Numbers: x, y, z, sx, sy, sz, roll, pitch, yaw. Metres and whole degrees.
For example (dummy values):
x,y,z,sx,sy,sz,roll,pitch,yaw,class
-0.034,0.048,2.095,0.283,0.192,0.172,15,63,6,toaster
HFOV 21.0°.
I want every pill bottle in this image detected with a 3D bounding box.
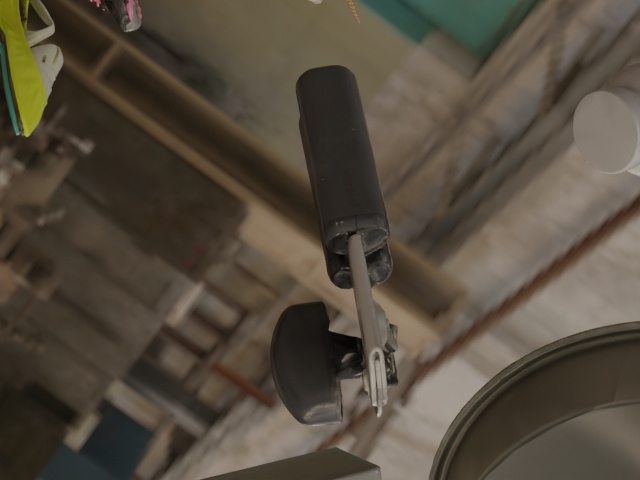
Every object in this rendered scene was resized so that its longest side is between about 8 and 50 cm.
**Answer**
x,y,z,sx,sy,sz,roll,pitch,yaw,class
0.313,-0.113,1.540,0.184,0.103,0.103,-17,159,-38,pill bottle

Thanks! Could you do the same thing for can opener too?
x,y,z,sx,sy,sz,roll,pitch,yaw,class
0.000,0.000,1.188,0.076,0.095,0.283,85,-4,-50,can opener

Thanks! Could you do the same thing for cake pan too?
x,y,z,sx,sy,sz,roll,pitch,yaw,class
0.203,0.183,1.004,0.293,0.293,0.054,-52,-171,30,cake pan

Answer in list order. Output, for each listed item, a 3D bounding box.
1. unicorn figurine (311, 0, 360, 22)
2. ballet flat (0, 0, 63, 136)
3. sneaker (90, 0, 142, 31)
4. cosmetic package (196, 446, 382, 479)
x,y,z,sx,sy,sz,roll,pitch,yaw,class
-0.038,-0.207,1.169,0.111,0.162,0.060,-29,-175,-27,unicorn figurine
-0.334,-0.218,1.956,0.077,0.231,0.077,-15,145,-11,ballet flat
-0.194,-0.220,1.480,0.057,0.119,0.047,-26,153,-7,sneaker
-0.061,0.274,1.543,0.238,0.127,0.107,-9,-171,-27,cosmetic package
